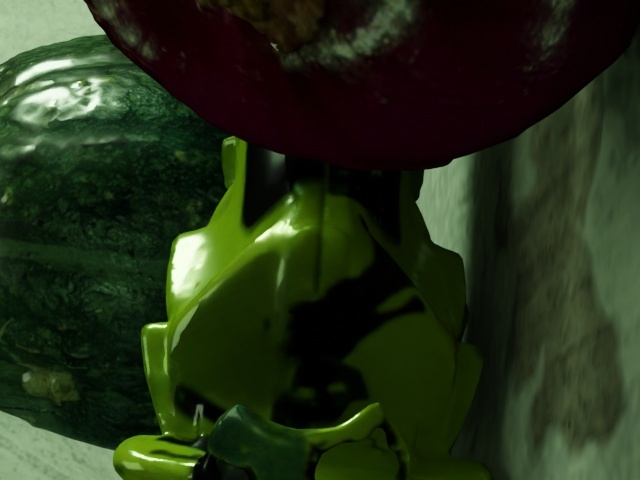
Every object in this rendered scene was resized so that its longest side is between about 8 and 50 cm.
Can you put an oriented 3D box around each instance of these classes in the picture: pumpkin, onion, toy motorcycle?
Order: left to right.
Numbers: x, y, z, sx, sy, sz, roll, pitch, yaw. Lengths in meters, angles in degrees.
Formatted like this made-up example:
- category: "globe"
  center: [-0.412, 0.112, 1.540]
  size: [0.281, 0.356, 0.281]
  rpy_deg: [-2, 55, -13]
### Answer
- category: "pumpkin"
  center: [-0.109, -0.026, 1.031]
  size: [0.293, 0.263, 0.197]
  rpy_deg: [-106, 29, -68]
- category: "toy motorcycle"
  center: [-0.002, 0.000, 0.660]
  size: [0.206, 0.142, 0.342]
  rpy_deg: [175, 99, -81]
- category: "onion"
  center: [0.017, -0.115, 0.542]
  size: [0.218, 0.195, 0.140]
  rpy_deg: [-44, -32, -58]
